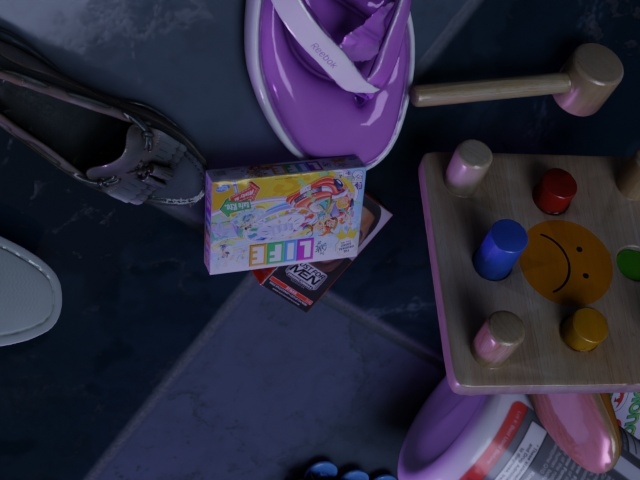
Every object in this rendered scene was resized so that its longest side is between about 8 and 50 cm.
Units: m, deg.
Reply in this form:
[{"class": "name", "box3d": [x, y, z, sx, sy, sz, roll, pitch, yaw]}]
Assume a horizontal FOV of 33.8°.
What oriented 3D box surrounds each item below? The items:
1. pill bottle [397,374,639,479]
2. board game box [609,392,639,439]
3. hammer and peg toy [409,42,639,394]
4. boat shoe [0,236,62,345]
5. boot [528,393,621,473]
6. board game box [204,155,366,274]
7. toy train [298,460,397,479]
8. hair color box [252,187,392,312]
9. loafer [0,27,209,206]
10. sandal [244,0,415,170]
[{"class": "pill bottle", "box3d": [0.288, 0.301, 1.227, 0.363, 0.210, 0.210, 36, 102, -7]}, {"class": "board game box", "box3d": [0.339, 0.200, 1.366, 0.193, 0.053, 0.305, -7, 122, -20]}, {"class": "hammer and peg toy", "box3d": [0.221, -0.020, 1.045, 0.266, 0.361, 0.127, 0, 151, -10]}, {"class": "boat shoe", "box3d": [-0.385, 0.039, 0.928, 0.303, 0.091, 0.114, 14, 69, -29]}, {"class": "boot", "box3d": [0.318, 0.110, 1.154, 0.211, 0.295, 0.104, -2, 137, -24]}, {"class": "board game box", "box3d": [-0.035, -0.025, 1.024, 0.154, 0.026, 0.103, -7, 124, -19]}, {"class": "toy train", "box3d": [0.031, 0.339, 1.302, 0.184, 0.080, 0.105, 19, 116, -32]}, {"class": "hair color box", "box3d": [0.000, 0.000, 1.100, 0.072, 0.043, 0.141, 34, 101, -34]}, {"class": "loafer", "box3d": [-0.206, -0.089, 0.929, 0.267, 0.084, 0.096, 29, 104, -34]}, {"class": "sandal", "box3d": [0.018, -0.228, 0.932, 0.169, 0.102, 0.416, -14, 125, -15]}]
